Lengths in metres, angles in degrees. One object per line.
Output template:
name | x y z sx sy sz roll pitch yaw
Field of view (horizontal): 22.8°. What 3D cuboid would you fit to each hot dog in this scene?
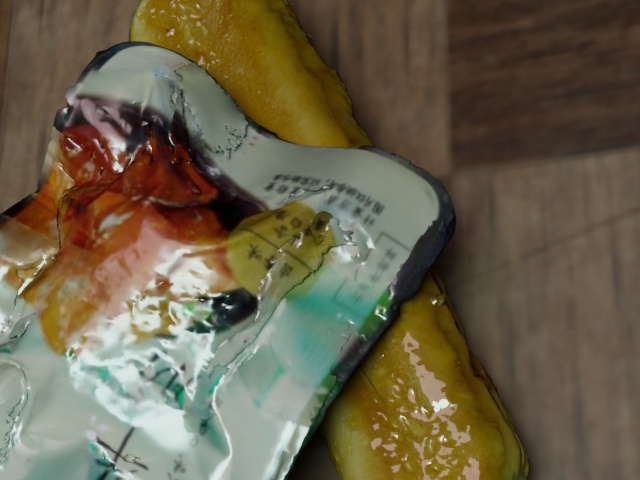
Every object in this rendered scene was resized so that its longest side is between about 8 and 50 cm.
hot dog | -0.003 0.000 0.642 0.088 0.061 0.286 -26 61 8

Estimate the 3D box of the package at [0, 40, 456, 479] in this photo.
package | -0.070 0.036 0.580 0.166 0.040 0.232 33 75 16
